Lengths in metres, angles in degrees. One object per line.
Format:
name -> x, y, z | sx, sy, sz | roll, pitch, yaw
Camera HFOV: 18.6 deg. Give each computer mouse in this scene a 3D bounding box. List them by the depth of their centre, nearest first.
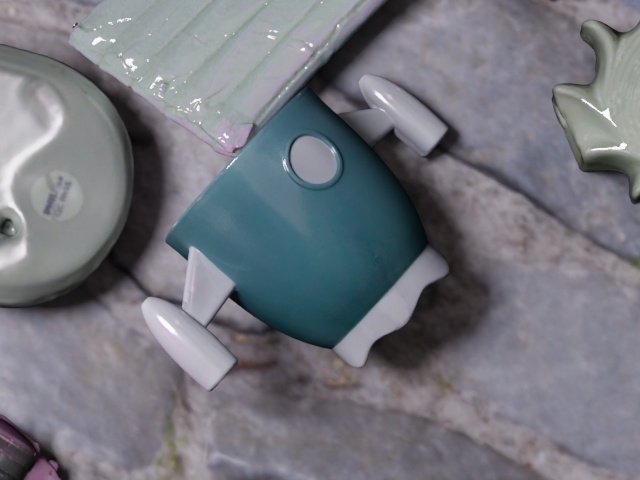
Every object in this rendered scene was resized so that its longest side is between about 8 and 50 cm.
computer mouse -> -0.300, -0.064, 1.505 | 0.331, 0.095, 0.197 | 17, 84, 13

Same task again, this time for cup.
cup -> 0.000, 0.000, 1.451 | 0.173, 0.167, 0.299 | 43, 61, 1

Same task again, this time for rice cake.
rice cake -> -0.066, -0.177, 1.519 | 0.189, 0.037, 0.198 | 37, 85, 18

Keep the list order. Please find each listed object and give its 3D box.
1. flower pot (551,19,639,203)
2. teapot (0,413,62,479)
flower pot -> 0.340, -0.030, 1.437 | 0.254, 0.164, 0.367 | -25, 83, 5
teapot -> -0.262, 0.201, 1.466 | 0.148, 0.116, 0.146 | 26, 76, 9
